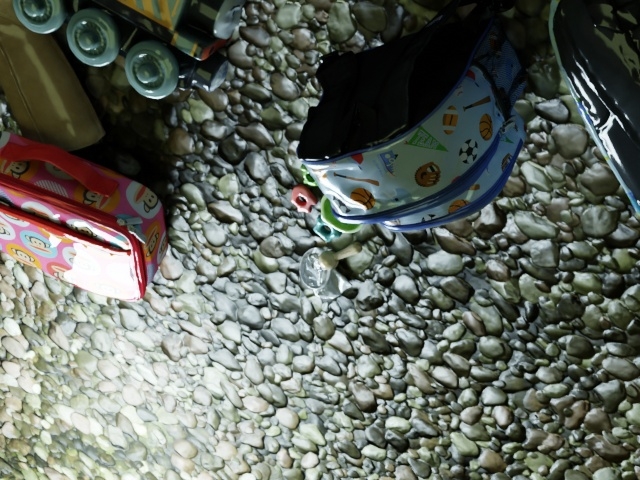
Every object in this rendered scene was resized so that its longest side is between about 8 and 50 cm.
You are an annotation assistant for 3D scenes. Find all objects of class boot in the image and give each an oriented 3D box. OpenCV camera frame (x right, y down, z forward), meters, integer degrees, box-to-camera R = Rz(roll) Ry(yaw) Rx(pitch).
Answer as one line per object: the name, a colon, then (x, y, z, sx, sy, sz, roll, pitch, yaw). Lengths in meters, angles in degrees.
boot: (-0.459, -0.250, 1.843, 0.236, 0.089, 0.269, 0, 124, 32)

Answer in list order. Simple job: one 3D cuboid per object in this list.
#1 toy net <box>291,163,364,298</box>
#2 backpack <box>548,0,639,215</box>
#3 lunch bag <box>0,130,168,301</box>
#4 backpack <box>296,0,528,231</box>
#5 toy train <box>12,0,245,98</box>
toy net: (0.000, 0.000, 1.786, 0.122, 0.045, 0.232, 24, 132, 12)
backpack: (0.385, -0.191, 1.307, 0.290, 0.273, 0.355, -22, 132, 41)
lunch bag: (-0.371, -0.045, 1.873, 0.293, 0.120, 0.258, 20, 149, 9)
backpack: (0.102, -0.128, 1.485, 0.277, 0.263, 0.213, -19, 112, 37)
toy train: (-0.253, -0.323, 1.643, 0.334, 0.142, 0.190, 30, 123, 7)
